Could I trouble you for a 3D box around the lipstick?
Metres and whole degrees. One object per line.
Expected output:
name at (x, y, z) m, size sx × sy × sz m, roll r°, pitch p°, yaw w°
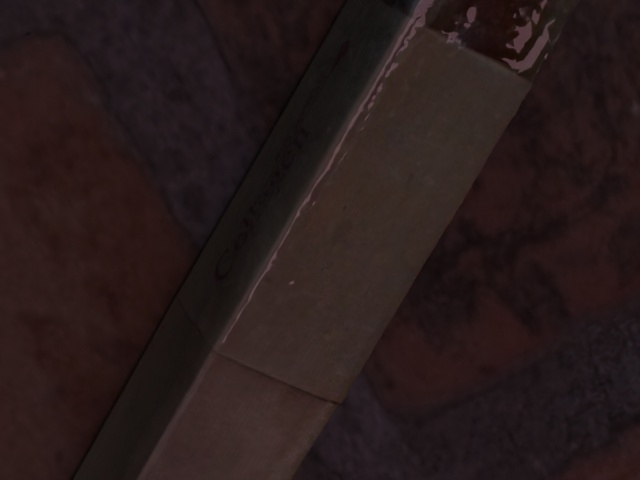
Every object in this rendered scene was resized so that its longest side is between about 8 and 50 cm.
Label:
lipstick at (0.000, 0.000, 0.923) m, size 0.080 × 0.076 × 0.371 m, roll 26°, pitch 102°, yaw -27°
